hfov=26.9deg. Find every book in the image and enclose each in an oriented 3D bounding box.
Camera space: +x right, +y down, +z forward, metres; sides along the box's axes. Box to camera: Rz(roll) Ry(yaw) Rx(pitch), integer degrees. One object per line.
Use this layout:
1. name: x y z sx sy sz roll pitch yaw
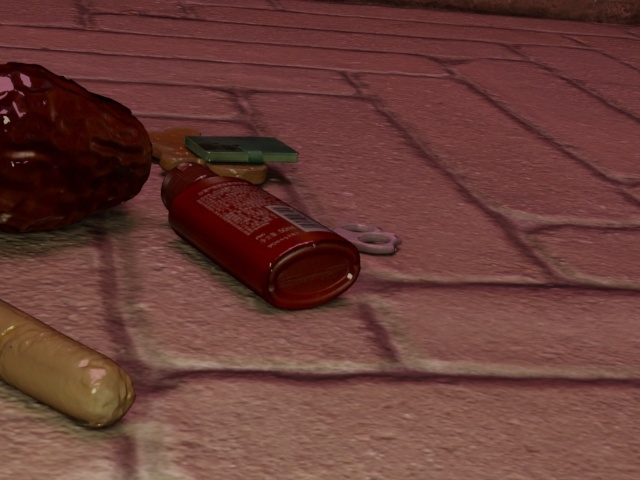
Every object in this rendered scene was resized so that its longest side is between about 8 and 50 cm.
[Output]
1. book: -0.106 -0.124 1.815 0.135 0.017 0.103 -1 18 -24

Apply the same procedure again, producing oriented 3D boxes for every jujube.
1. jujube: -0.322 -0.102 1.494 0.197 0.197 0.290 22 15 40

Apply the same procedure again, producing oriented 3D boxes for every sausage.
1. sausage: -0.265 0.085 1.133 0.066 0.066 0.301 -11 23 -44

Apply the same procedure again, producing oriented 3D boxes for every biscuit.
1. biscuit: -0.165 -0.114 1.838 0.234 0.030 0.153 22 24 40

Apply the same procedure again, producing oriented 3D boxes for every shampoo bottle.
1. shampoo bottle: -0.083 -0.012 1.469 0.118 0.076 0.314 -19 27 -25

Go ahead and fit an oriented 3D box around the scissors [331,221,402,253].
1. scissors: 0.000 0.000 1.569 0.189 0.015 0.100 -4 19 -24
